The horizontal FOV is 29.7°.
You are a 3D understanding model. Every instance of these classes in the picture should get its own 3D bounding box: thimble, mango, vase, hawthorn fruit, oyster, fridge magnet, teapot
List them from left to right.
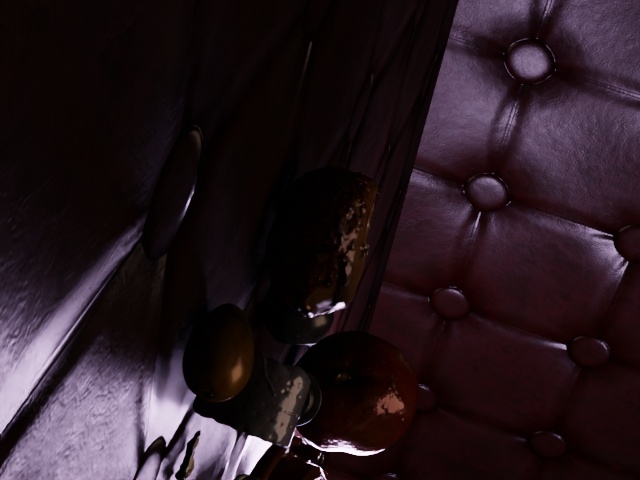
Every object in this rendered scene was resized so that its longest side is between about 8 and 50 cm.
[{"bbox_3d":[-0.194,0.318,1.760,0.054,0.019,0.083,-24,130,-81],"label":"oyster"},{"bbox_3d":[-0.128,0.146,1.557,0.163,0.089,0.111,-74,180,-81],"label":"mango"},{"bbox_3d":[-0.095,0.216,1.708,0.118,0.151,0.127,-69,160,-7],"label":"thimble"},{"bbox_3d":[-0.097,0.589,2.533,0.363,0.155,0.364,16,90,-72],"label":"fridge magnet"},{"bbox_3d":[-0.061,0.320,2.364,0.108,0.111,0.149,-170,-87,-84],"label":"teapot"},{"bbox_3d":[-0.036,0.081,2.006,0.120,0.120,0.183,12,79,-82],"label":"vase"},{"bbox_3d":[0.061,0.318,2.564,0.330,0.287,0.287,59,50,-69],"label":"hawthorn fruit"}]

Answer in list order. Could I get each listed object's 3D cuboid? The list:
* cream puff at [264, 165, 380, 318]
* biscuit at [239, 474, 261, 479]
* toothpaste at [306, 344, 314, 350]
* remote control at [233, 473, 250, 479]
[{"bbox_3d":[0.000,0.000,1.834,0.240,0.163,0.240,-173,-90,-89],"label":"cream puff"},{"bbox_3d":[-0.188,0.566,2.164,0.281,0.084,0.179,-57,169,-52],"label":"biscuit"},{"bbox_3d":[-0.016,0.173,2.579,0.062,0.037,0.216,-55,162,-34],"label":"toothpaste"},{"bbox_3d":[-0.178,0.575,2.319,0.097,0.045,0.256,38,66,-46],"label":"remote control"}]
